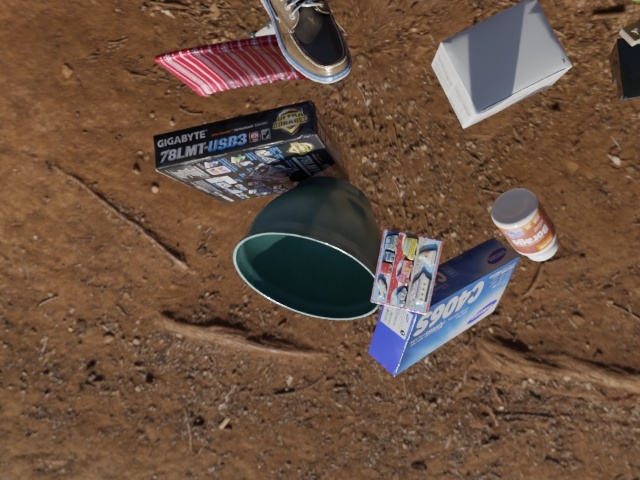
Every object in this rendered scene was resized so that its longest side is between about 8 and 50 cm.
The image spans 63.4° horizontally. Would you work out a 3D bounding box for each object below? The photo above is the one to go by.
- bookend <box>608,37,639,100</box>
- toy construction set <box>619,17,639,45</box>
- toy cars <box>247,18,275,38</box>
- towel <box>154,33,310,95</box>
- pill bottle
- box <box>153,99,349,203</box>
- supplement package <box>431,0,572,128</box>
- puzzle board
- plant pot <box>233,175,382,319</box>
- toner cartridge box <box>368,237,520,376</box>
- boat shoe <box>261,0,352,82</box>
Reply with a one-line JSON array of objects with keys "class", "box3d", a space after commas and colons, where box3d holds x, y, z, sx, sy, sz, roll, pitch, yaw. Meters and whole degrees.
[{"class": "bookend", "box3d": [0.812, -0.433, 1.354, 0.072, 0.156, 0.158, -6, 87, 22]}, {"class": "toy construction set", "box3d": [0.654, -0.536, 1.005, 0.257, 0.237, 0.309, 29, 75, 23]}, {"class": "toy cars", "box3d": [-0.121, -0.686, 1.516, 0.176, 0.087, 0.394, 36, 140, 15]}, {"class": "towel", "box3d": [-0.170, -0.358, 1.069, 0.274, 0.199, 0.031, -5, 85, 12]}, {"class": "pill bottle", "box3d": [0.552, -0.035, 1.380, 0.121, 0.121, 0.216, -38, 130, 17]}, {"class": "box", "box3d": [-0.113, -0.153, 0.994, 0.292, 0.295, 0.074, -10, 80, 13]}, {"class": "supplement package", "box3d": [0.455, -0.452, 1.331, 0.261, 0.145, 0.204, -26, 86, 0]}, {"class": "puzzle board", "box3d": [0.139, 0.051, 0.844, 0.096, 0.011, 0.128, 12, 105, 13]}, {"class": "plant pot", "box3d": [0.000, 0.000, 1.025, 0.292, 0.196, 0.293, 13, 146, 9]}, {"class": "toner cartridge box", "box3d": [0.254, 0.123, 1.039, 0.075, 0.347, 0.165, 40, 134, 33]}, {"class": "boat shoe", "box3d": [-0.027, -0.252, 0.560, 0.066, 0.066, 0.183, -30, 73, -6]}]
